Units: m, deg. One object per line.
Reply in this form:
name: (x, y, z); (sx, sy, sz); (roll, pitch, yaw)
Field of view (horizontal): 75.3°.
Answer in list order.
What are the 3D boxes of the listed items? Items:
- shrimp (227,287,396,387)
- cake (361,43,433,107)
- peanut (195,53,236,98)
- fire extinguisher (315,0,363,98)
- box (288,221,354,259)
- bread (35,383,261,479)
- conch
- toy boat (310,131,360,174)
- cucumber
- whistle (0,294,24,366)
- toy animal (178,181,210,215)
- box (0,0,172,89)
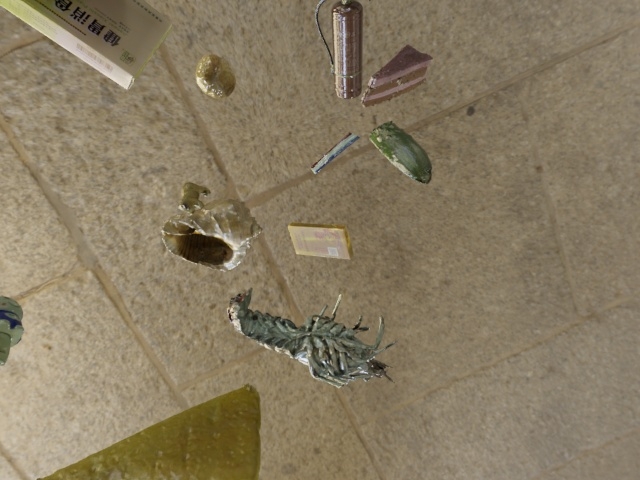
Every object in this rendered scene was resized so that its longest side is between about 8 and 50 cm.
shrimp: (-0.005, 0.215, 0.905); (0.411, 0.221, 0.166); (15, 127, -8)
cake: (0.217, -0.500, 1.260); (0.113, 0.116, 0.295); (42, 55, 14)
peanut: (-0.360, -0.560, 1.426); (0.109, 0.159, 0.140); (14, 81, 23)
fire extinguisher: (0.031, -0.283, 0.587); (0.078, 0.045, 0.157); (11, 143, 13)
box: (0.000, 0.000, 0.998); (0.156, 0.022, 0.089); (3, 127, 32)
bread: (-0.308, 0.409, 0.751); (0.362, 0.245, 0.233); (11, 118, -17)
conch: (-0.364, -0.025, 1.423); (0.324, 0.186, 0.263); (7, 111, -8)
toy boat: (0.056, -0.350, 1.655); (0.229, 0.080, 0.046); (-41, 97, 10)
cucumber: (0.340, -0.366, 1.694); (0.145, 0.325, 0.105); (-3, 139, -40)
whistle: (-0.825, 0.222, 1.072); (0.092, 0.244, 0.110); (-38, 136, -3)
toy animal: (-0.483, -0.152, 1.553); (0.103, 0.218, 0.101); (-34, 128, 16)
box: (-0.461, -0.458, 0.836); (0.261, 0.062, 0.175); (33, 62, -26)
